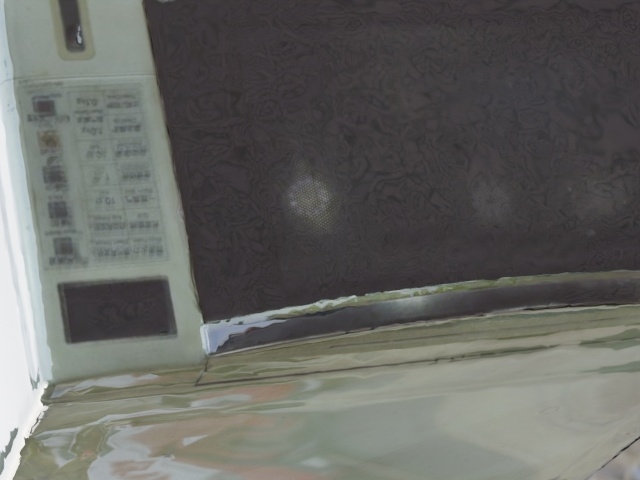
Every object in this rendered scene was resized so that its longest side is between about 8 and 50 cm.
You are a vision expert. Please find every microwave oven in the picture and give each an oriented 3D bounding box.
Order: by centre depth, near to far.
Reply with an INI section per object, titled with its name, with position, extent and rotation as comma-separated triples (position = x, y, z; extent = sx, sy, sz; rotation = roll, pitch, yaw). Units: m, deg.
[microwave oven]
position = 0.000, 0.000, 0.908
extent = 0.333, 0.394, 0.247
rotation = 124, 136, -57
